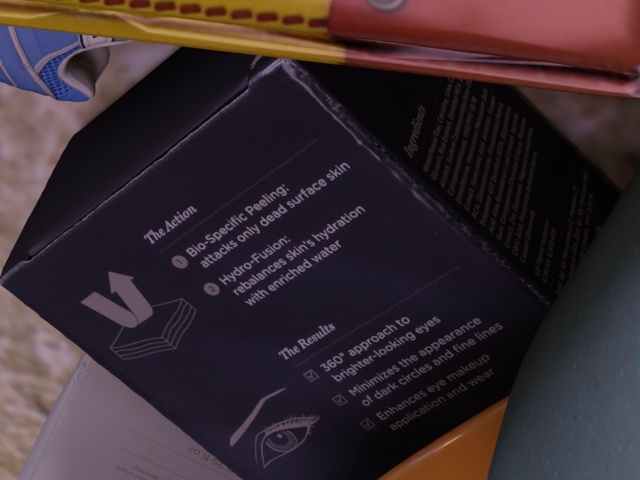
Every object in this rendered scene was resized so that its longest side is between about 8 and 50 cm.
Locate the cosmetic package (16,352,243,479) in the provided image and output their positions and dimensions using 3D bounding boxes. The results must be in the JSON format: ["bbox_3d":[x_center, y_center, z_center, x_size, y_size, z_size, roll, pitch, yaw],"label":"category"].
[{"bbox_3d":[0.016,0.245,0.729,0.377,0.284,0.097,27,131,-6],"label":"cosmetic package"}]

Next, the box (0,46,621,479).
[{"bbox_3d":[0.000,0.000,0.655,0.158,0.093,0.156,42,128,-20],"label":"box"}]

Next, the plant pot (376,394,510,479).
[{"bbox_3d":[0.121,0.147,0.621,0.205,0.205,0.188,-43,68,38],"label":"plant pot"}]

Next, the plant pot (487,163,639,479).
[{"bbox_3d":[0.200,0.033,0.391,0.341,0.341,0.334,23,153,-3],"label":"plant pot"}]

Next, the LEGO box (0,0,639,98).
[{"bbox_3d":[-0.152,-0.257,0.357,0.500,0.193,0.373,8,115,8],"label":"LEGO box"}]

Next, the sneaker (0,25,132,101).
[{"bbox_3d":[-0.067,-0.120,0.594,0.081,0.080,0.211,30,141,-18],"label":"sneaker"}]
